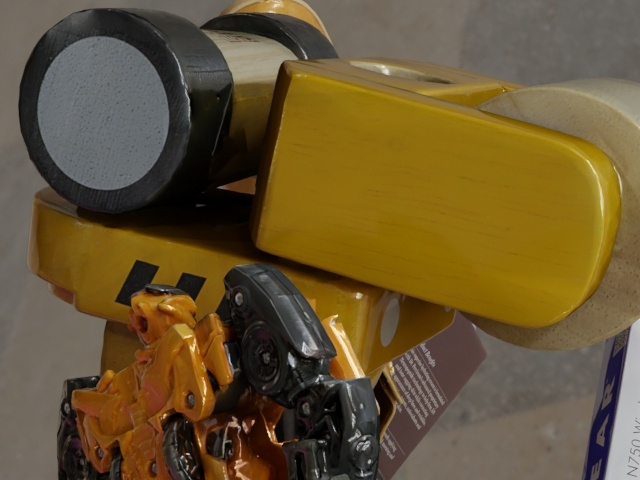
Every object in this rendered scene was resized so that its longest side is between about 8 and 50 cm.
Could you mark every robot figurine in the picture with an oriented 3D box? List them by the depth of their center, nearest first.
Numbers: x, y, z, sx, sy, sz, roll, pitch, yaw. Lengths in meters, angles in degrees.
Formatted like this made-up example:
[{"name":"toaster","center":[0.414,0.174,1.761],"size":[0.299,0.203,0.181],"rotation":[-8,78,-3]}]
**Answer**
[{"name":"robot figurine","center":[-0.019,0.154,0.577],"size":[0.211,0.085,0.291],"rotation":[-32,69,45]}]

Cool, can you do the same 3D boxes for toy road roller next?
[{"name":"toy road roller","center":[0.011,0.021,0.731],"size":[0.329,0.202,0.241],"rotation":[14,103,21]}]

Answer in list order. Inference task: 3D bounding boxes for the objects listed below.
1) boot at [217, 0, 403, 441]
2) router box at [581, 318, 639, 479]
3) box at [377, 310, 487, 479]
[{"name":"boot","center":[-0.001,0.001,0.986],"size":[0.104,0.295,0.211],"rotation":[-15,46,-8]},{"name":"router box","center":[0.351,0.241,1.142],"size":[0.082,0.301,0.335],"rotation":[107,178,-67]},{"name":"box","center":[0.054,0.134,1.701],"size":[0.167,0.168,0.203],"rotation":[29,70,36]}]
